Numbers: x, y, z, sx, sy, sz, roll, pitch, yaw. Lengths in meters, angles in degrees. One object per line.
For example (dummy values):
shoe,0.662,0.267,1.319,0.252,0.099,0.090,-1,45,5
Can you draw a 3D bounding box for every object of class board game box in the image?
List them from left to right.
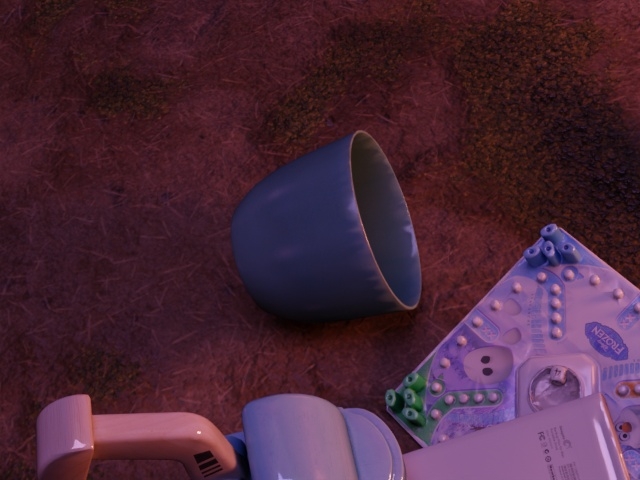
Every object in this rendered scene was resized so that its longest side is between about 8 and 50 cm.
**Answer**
board game box,0.340,0.219,1.783,0.390,0.050,0.390,-46,57,0

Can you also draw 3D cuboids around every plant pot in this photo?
plant pot,0.000,0.000,1.957,0.235,0.293,0.293,-18,50,18

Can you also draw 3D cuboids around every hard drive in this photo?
hard drive,0.270,0.351,1.699,0.308,0.040,0.203,-21,61,18

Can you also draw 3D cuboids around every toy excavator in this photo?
toy excavator,-0.112,0.300,1.639,0.433,0.445,0.222,-14,52,2
